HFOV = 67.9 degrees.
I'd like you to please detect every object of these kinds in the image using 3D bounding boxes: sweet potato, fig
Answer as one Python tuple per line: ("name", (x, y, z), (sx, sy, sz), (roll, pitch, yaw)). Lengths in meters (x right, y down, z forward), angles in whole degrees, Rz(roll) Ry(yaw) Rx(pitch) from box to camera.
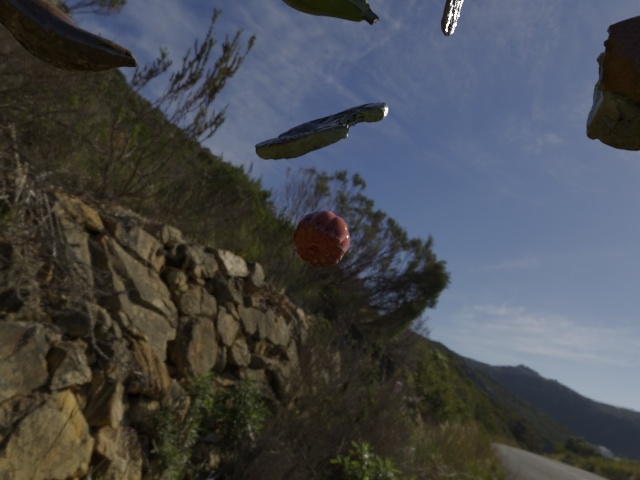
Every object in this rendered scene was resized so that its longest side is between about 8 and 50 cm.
("sweet potato", (-0.310, -0.237, 0.490), (0.249, 0.059, 0.069), (35, -22, -10))
("fig", (-0.017, -0.626, 1.092), (0.233, 0.314, 0.233), (-28, -5, -3))

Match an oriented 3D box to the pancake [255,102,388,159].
("pancake", (-0.003, -0.190, 0.833), (0.253, 0.253, 0.037), (-1, -65, 48))

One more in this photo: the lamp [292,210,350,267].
("lamp", (0.000, 0.000, 1.551), (0.187, 0.164, 0.188), (12, -56, 19))

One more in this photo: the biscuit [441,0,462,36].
("biscuit", (0.319, -0.565, 1.135), (0.018, 0.147, 0.071), (20, 9, 35))

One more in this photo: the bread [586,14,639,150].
("bread", (0.794, -0.371, 1.158), (0.250, 0.279, 0.225), (13, -11, 31))
